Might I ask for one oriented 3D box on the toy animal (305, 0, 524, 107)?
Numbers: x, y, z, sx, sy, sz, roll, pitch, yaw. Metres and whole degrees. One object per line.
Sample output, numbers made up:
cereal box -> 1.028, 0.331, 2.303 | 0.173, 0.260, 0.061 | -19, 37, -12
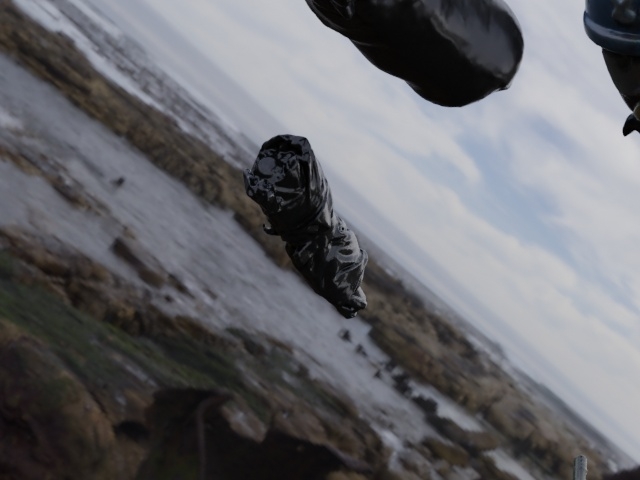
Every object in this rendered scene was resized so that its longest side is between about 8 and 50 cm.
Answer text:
toy animal -> 0.039, -0.199, 0.710 | 0.168, 0.106, 0.343 | 47, 16, 29

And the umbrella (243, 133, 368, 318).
umbrella -> 0.000, 0.000, 0.784 | 0.059, 0.066, 0.236 | 39, -11, 34

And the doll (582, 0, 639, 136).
doll -> 0.329, -0.167, 0.847 | 0.177, 0.141, 0.314 | 18, -42, 48

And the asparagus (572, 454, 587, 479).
asparagus -> 0.269, 0.263, 0.968 | 0.018, 0.015, 0.127 | -1, 22, 15
